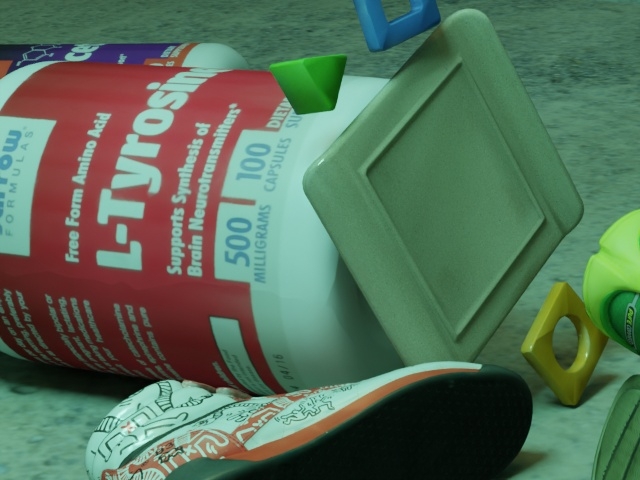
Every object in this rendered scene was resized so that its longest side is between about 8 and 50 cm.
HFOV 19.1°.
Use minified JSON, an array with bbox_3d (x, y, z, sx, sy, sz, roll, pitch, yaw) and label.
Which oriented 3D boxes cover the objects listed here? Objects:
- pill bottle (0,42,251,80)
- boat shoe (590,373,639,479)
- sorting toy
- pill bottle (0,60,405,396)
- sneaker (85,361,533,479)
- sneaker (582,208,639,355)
[{"bbox_3d":[-0.223,-0.087,1.715,0.323,0.181,0.181,1,18,16],"label":"pill bottle"},{"bbox_3d":[0.224,0.157,1.001,0.103,0.113,0.302,14,13,-11],"label":"boat shoe"},{"bbox_3d":[0.078,-0.026,1.244,0.047,0.348,0.196,-5,33,47],"label":"sorting toy"},{"bbox_3d":[-0.124,-0.014,1.384,0.407,0.229,0.229,5,20,27],"label":"pill bottle"},{"bbox_3d":[-0.011,0.117,1.176,0.270,0.090,0.145,-17,24,-30],"label":"sneaker"},{"bbox_3d":[0.285,0.076,1.096,0.295,0.109,0.123,20,9,-24],"label":"sneaker"}]
